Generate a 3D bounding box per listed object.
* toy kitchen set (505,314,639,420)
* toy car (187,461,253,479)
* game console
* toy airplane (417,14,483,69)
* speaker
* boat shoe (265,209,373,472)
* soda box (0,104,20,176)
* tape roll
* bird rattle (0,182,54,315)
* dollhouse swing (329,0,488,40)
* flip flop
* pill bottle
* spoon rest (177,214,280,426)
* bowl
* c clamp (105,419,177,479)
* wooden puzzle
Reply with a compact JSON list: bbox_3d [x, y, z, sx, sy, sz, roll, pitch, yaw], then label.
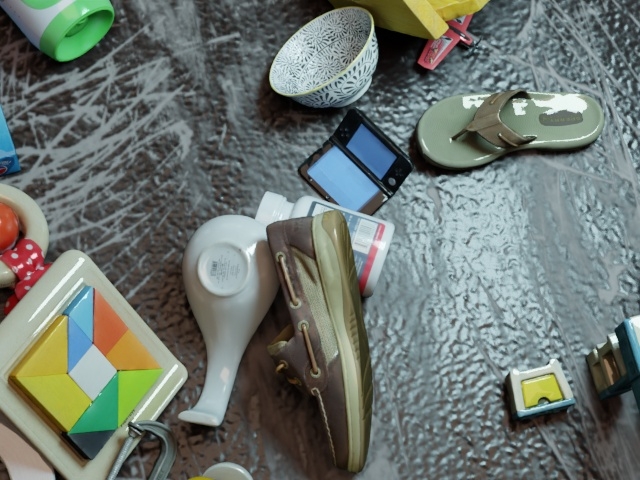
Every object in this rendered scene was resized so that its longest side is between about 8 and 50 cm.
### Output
[{"bbox_3d":[0.343,0.192,1.832,0.166,0.207,0.122,-13,73,-8],"label":"toy kitchen set"},{"bbox_3d":[-0.105,0.376,1.788,0.182,0.159,0.136,26,107,3],"label":"toy car"},{"bbox_3d":[0.049,-0.102,1.974,0.122,0.107,0.071,45,46,9],"label":"game console"},{"bbox_3d":[0.164,-0.313,2.068,0.151,0.028,0.151,2,71,-5],"label":"toy airplane"},{"bbox_3d":[-0.421,-0.392,1.996,0.131,0.131,0.296,-39,80,-14],"label":"speaker"},{"bbox_3d":[-0.007,0.134,1.840,0.123,0.123,0.342,-7,102,10],"label":"boat shoe"},{"bbox_3d":[-0.476,-0.189,1.958,0.071,0.067,0.210,-18,75,-10],"label":"soda box"},{"bbox_3d":[-0.441,0.319,1.802,0.219,0.072,0.219,1,72,-4],"label":"tape roll"},{"bbox_3d":[-0.432,0.006,1.877,0.253,0.143,0.207,2,56,-7],"label":"bird rattle"},{"bbox_3d":[0.125,-0.521,1.971,0.347,0.315,0.305,-45,126,-15],"label":"dollhouse swing"},{"bbox_3d":[0.268,-0.166,2.003,0.277,0.080,0.112,-5,73,-6],"label":"flip flop"},{"bbox_3d":[0.000,0.000,1.917,0.180,0.108,0.108,19,72,2],"label":"pill bottle"},{"bbox_3d":[-0.129,0.103,1.871,0.137,0.084,0.276,9,84,11],"label":"spoon rest"},{"bbox_3d":[0.020,-0.238,1.992,0.170,0.170,0.080,-51,126,-16],"label":"bowl"},{"bbox_3d":[-0.245,0.294,1.808,0.022,0.137,0.161,6,59,44],"label":"c clamp"},{"bbox_3d":[-0.298,0.165,1.800,0.239,0.044,0.221,50,59,-22],"label":"wooden puzzle"}]
